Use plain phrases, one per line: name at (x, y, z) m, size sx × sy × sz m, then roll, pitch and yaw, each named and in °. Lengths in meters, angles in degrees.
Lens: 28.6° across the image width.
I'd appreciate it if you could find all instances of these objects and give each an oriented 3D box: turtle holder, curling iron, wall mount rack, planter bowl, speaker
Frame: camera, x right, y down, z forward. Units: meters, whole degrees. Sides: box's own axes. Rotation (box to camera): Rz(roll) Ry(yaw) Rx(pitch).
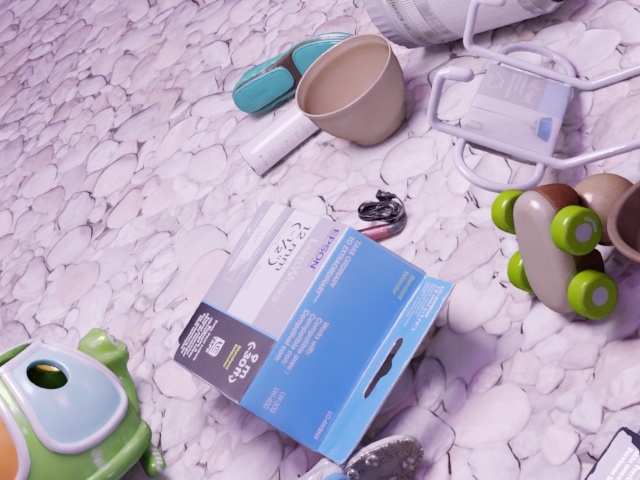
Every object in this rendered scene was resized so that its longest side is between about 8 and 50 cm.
turtle holder at (-0.334, 0.236, 1.615) m, size 0.320 × 0.227 × 0.243 m, roll -35°, pitch 11°, yaw -30°
curling iron at (0.000, 0.000, 1.744) m, size 0.274 × 0.035 × 0.068 m, roll -23°, pitch 42°, yaw 23°
wall mount rack at (0.303, -0.185, 1.549) m, size 0.304 × 0.130 × 0.350 m, roll 18°, pitch 41°, yaw 9°
planter bowl at (0.059, -0.208, 1.840) m, size 0.162 × 0.109 × 0.162 m, roll -24°, pitch 39°, yaw 22°
speaker at (-0.058, -0.162, 1.948) m, size 0.136 × 0.055 × 0.055 m, roll -39°, pitch 36°, yaw 5°

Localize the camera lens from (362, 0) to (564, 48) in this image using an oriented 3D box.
camera lens at (0.214, -0.409, 1.811) m, size 0.274 × 0.219 × 0.219 m, roll -11°, pitch 46°, yaw 35°

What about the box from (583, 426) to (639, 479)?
box at (0.292, 0.373, 0.973) m, size 0.343 × 0.179 × 0.312 m, roll -51°, pitch 36°, yaw -12°

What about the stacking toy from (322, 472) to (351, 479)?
stacking toy at (0.083, 0.380, 1.210) m, size 0.302 × 0.175 × 0.166 m, roll 31°, pitch 77°, yaw 39°

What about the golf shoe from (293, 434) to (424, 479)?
golf shoe at (0.033, 0.257, 1.428) m, size 0.176 × 0.069 × 0.086 m, roll -31°, pitch 31°, yaw 12°

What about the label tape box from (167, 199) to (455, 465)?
label tape box at (-0.023, 0.099, 1.529) m, size 0.249 × 0.115 × 0.347 m, roll -58°, pitch 27°, yaw -7°

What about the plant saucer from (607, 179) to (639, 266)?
plant saucer at (0.428, -0.028, 1.254) m, size 0.277 × 0.041 × 0.278 m, roll -16°, pitch 24°, yaw 7°

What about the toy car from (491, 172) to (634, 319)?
toy car at (0.318, -0.015, 1.419) m, size 0.188 × 0.149 × 0.155 m, roll -24°, pitch 19°, yaw -17°

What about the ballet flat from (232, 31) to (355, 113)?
ballet flat at (-0.033, -0.285, 2.034) m, size 0.247 × 0.083 × 0.087 m, roll -22°, pitch 26°, yaw 22°
